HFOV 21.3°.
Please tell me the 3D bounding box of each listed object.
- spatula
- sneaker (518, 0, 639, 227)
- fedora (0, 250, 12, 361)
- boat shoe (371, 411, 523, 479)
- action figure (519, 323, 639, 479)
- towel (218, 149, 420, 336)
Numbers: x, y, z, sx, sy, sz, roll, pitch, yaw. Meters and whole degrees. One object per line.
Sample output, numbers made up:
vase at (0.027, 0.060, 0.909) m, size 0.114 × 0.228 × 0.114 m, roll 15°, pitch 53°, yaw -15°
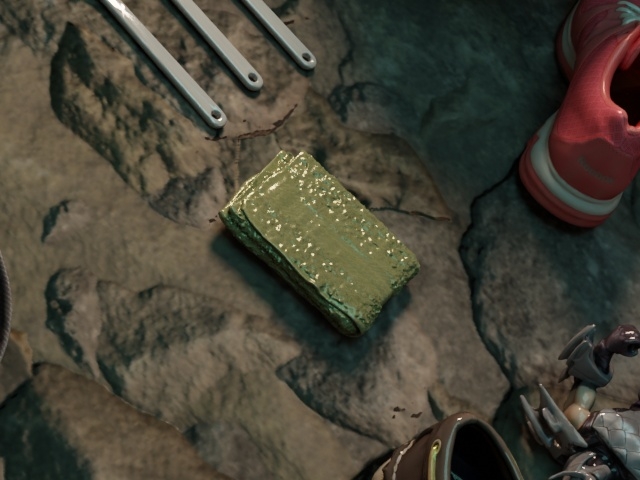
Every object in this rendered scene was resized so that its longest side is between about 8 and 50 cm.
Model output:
spatula at (-0.118, -0.209, 1.404) m, size 0.242 × 0.019 × 0.168 m, roll 47°, pitch 48°, yaw 8°
sneaker at (0.278, -0.150, 1.504) m, size 0.116 × 0.136 × 0.313 m, roll 30°, pitch 48°, yaw -9°
fedora at (-0.310, -0.007, 1.084) m, size 0.244 × 0.124 × 0.275 m, roll -23°, pitch 72°, yaw -39°
boat shoe at (0.120, 0.274, 1.143) m, size 0.117 × 0.096 × 0.324 m, roll 2°, pitch 57°, yaw -28°
action figure at (0.275, 0.134, 1.332) m, size 0.285 × 0.099 × 0.185 m, roll -30°, pitch 84°, yaw -36°
towel at (0.000, 0.000, 1.317) m, size 0.148 × 0.027 × 0.110 m, roll 41°, pitch 47°, yaw 4°
